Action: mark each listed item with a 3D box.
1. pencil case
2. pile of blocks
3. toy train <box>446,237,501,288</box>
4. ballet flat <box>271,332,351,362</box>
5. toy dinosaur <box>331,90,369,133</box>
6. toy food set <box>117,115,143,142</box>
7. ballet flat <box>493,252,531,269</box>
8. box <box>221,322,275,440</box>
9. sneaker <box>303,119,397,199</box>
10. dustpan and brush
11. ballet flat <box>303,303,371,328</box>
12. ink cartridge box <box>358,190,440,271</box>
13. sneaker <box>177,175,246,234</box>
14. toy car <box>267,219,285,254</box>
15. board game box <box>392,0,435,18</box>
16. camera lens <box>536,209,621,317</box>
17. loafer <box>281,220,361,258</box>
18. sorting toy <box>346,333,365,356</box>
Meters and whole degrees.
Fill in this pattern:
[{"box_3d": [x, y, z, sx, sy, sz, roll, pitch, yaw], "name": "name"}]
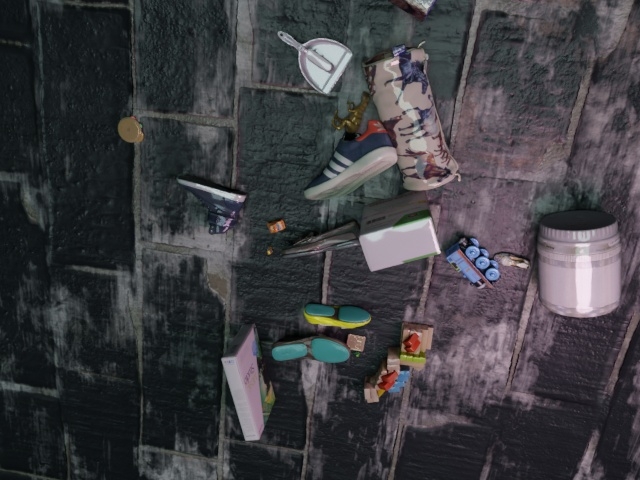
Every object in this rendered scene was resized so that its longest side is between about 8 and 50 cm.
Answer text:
[{"box_3d": [0.265, -0.342, 1.456, 0.183, 0.160, 0.410, -14, 106, 29], "name": "pencil case"}, {"box_3d": [0.269, 0.442, 1.744, 0.149, 0.113, 0.362, 29, 111, -2], "name": "pile of blocks"}, {"box_3d": [0.480, 0.074, 1.611, 0.105, 0.080, 0.184, -39, 101, 27], "name": "toy train"}, {"box_3d": [-0.030, 0.362, 1.770, 0.280, 0.096, 0.095, 0, 104, 10], "name": "ballet flat"}, {"box_3d": [0.089, -0.341, 1.534, 0.112, 0.064, 0.212, 17, 110, 1], "name": "toy dinosaur"}, {"box_3d": [-0.613, -0.358, 1.657, 0.083, 0.020, 0.083, -1, 108, 9], "name": "toy food set"}, {"box_3d": [0.602, 0.066, 1.606, 0.114, 0.041, 0.041, 12, 110, 5], "name": "ballet flat"}, {"box_3d": [-0.241, 0.482, 1.771, 0.058, 0.232, 0.322, -7, 108, 12], "name": "box"}, {"box_3d": [0.073, -0.236, 1.525, 0.350, 0.131, 0.148, -26, 73, 40], "name": "sneaker"}, {"box_3d": [-0.030, -0.539, 1.487, 0.211, 0.060, 0.147, 34, 110, -4], "name": "dustpan and brush"}, {"box_3d": [0.056, 0.263, 1.745, 0.230, 0.077, 0.077, 6, 130, 9], "name": "ballet flat"}, {"box_3d": [0.229, -0.038, 1.503, 0.201, 0.278, 0.117, -16, 108, 13], "name": "ink cartridge box"}, {"box_3d": [-0.371, -0.109, 1.669, 0.226, 0.086, 0.163, 20, 107, 0], "name": "sneaker"}, {"box_3d": [-0.148, -0.008, 1.694, 0.060, 0.040, 0.122, 3, 108, 7], "name": "toy car"}, {"box_3d": [0.183, -0.707, 1.308, 0.291, 0.232, 0.141, 32, 110, -2], "name": "board game box"}, {"box_3d": [0.747, 0.071, 1.490, 0.219, 0.219, 0.274, -6, 107, 11], "name": "camera lens"}, {"box_3d": [0.000, 0.000, 1.660, 0.267, 0.096, 0.084, -10, 87, 5], "name": "loafer"}, {"box_3d": [0.121, 0.368, 1.794, 0.062, 0.012, 0.083, 9, 106, 0], "name": "sorting toy"}]
